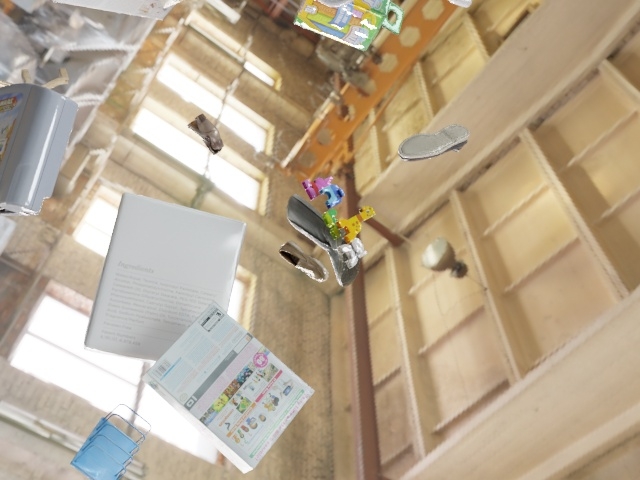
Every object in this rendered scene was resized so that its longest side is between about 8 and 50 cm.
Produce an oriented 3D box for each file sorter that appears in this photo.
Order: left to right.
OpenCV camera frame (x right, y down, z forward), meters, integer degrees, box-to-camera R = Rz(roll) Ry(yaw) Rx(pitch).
[{"bbox_3d":[-0.520,0.515,1.864,0.104,0.118,0.170,-44,-169,27],"label":"file sorter"}]

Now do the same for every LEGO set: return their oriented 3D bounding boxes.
[{"bbox_3d":[0.062,-0.062,1.690,0.093,0.227,0.087,-28,180,-24],"label":"LEGO set"}]

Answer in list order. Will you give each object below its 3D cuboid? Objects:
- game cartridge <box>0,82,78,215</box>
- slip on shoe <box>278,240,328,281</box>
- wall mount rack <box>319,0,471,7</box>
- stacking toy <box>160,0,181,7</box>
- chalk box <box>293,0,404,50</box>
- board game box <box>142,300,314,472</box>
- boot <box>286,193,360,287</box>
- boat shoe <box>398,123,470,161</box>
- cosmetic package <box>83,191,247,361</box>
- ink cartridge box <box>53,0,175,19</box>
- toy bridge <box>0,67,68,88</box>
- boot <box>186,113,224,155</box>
[{"bbox_3d":[-0.479,-0.134,1.107,0.297,0.062,0.198,0,-104,41],"label":"game cartridge"},{"bbox_3d":[-0.041,0.054,1.749,0.041,0.135,0.051,-32,159,-46],"label":"slip on shoe"},{"bbox_3d":[0.128,-0.538,1.204,0.130,0.304,0.350,-19,132,-59],"label":"wall mount rack"},{"bbox_3d":[-0.243,-0.596,1.492,0.308,0.131,0.279,-20,-172,-4],"label":"stacking toy"},{"bbox_3d":[0.099,-0.662,2.037,0.179,0.288,0.180,130,-25,-65],"label":"chalk box"},{"bbox_3d":[-0.200,0.318,1.617,0.224,0.303,0.097,-47,179,-30],"label":"board game box"},{"bbox_3d":[0.002,0.000,1.841,0.208,0.190,0.076,26,-138,36],"label":"boot"},{"bbox_3d":[0.259,-0.209,1.702,0.075,0.206,0.065,48,-36,30],"label":"boat shoe"},{"bbox_3d":[-0.415,0.125,1.947,0.329,0.327,0.394,154,-52,-71],"label":"cosmetic package"},{"bbox_3d":[-0.472,-0.638,1.591,0.130,0.272,0.309,-36,167,32],"label":"ink cartridge box"},{"bbox_3d":[-0.680,-0.368,1.715,0.063,0.188,0.026,62,-35,28],"label":"toy bridge"},{"bbox_3d":[-0.246,-0.224,1.593,0.042,0.087,0.118,-33,-171,-16],"label":"boot"}]
